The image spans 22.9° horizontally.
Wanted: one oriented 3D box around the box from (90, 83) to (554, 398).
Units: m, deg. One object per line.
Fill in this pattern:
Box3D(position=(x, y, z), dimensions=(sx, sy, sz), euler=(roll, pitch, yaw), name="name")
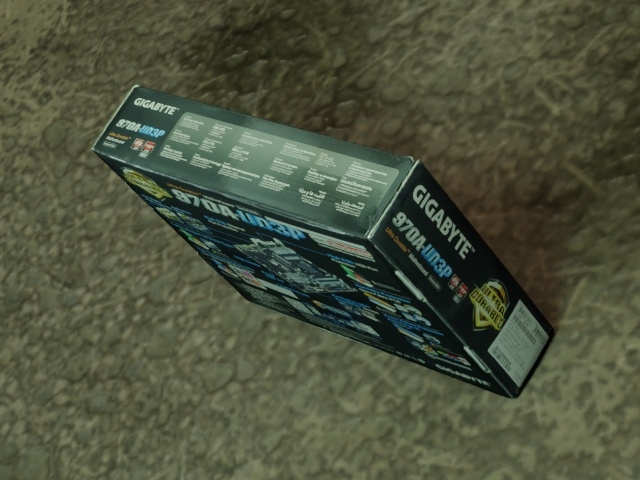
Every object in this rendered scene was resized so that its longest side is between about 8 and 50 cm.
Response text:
Box3D(position=(0.000, 0.000, 0.879), dimensions=(0.220, 0.175, 0.051), euler=(18, 70, 42), name="box")
